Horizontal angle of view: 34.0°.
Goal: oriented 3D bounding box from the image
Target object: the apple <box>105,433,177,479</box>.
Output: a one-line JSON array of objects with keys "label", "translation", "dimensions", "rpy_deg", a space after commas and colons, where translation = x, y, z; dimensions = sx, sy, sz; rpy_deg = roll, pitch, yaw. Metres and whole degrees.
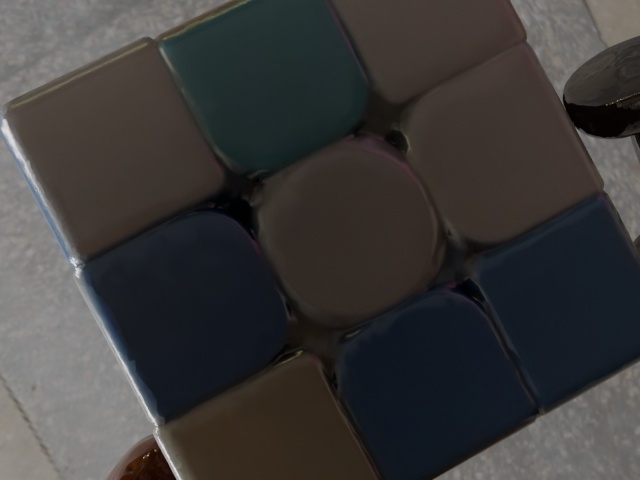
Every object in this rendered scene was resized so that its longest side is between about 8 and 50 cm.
[{"label": "apple", "translation": [-0.194, 0.376, 1.379], "dimensions": [0.234, 0.234, 0.234], "rpy_deg": [2, 107, 8]}]

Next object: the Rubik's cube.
[{"label": "Rubik's cube", "translation": [0.000, 0.000, 0.829], "dimensions": [0.347, 0.344, 0.347], "rpy_deg": [-29, 89, -6]}]

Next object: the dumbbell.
[{"label": "dumbbell", "translation": [0.301, -0.058, 0.884], "dimensions": [0.140, 0.124, 0.225], "rpy_deg": [-18, 116, 22]}]
